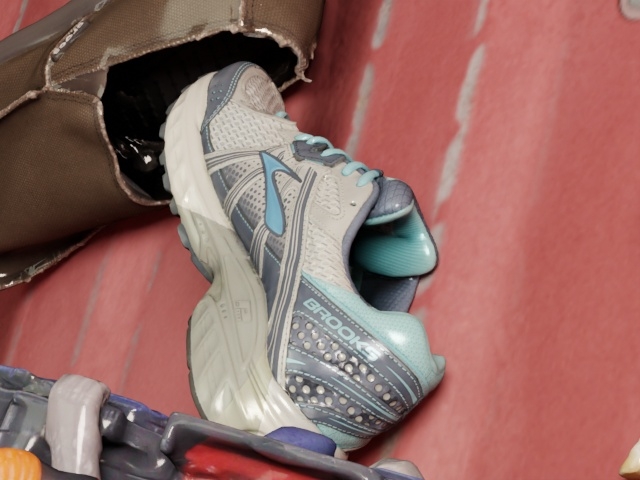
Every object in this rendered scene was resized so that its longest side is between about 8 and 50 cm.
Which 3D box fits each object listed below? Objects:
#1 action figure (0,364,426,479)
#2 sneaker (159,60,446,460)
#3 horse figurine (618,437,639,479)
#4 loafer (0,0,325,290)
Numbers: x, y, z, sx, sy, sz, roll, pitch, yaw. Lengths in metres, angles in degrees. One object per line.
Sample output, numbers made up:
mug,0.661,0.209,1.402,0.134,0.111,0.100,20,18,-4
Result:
action figure,-0.091,0.143,0.701,0.341,0.330,0.178,13,81,27
sneaker,0.000,0.000,0.909,0.122,0.110,0.283,-28,44,14
horse figurine,0.191,0.045,0.618,0.174,0.066,0.263,-64,29,6
loafer,-0.140,-0.073,1.102,0.366,0.134,0.130,-40,37,29
